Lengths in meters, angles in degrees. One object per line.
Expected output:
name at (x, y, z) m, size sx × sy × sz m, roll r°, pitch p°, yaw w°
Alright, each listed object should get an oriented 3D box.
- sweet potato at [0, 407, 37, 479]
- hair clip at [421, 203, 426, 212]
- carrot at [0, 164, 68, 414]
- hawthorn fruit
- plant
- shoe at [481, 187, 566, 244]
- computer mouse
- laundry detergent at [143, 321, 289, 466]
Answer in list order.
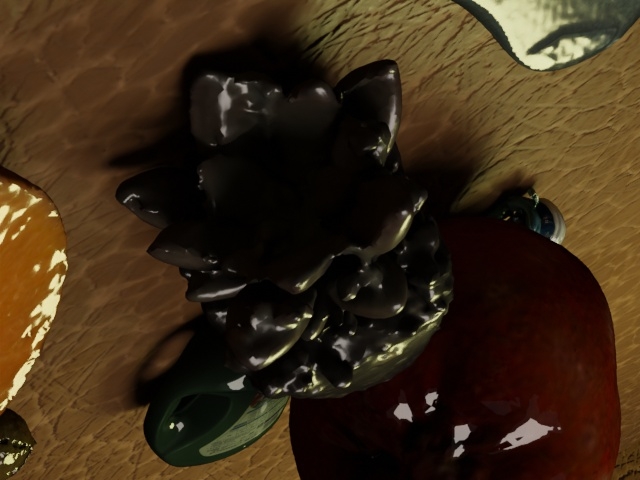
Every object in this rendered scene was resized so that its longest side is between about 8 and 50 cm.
sweet potato at (-0.310, 0.158, 1.218) m, size 0.233 × 0.062 × 0.081 m, roll -2°, pitch 136°, yaw -48°
hair clip at (0.045, -0.021, 1.356) m, size 0.054 × 0.022 × 0.137 m, roll -35°, pitch 167°, yaw 16°
carrot at (-0.248, 0.059, 0.888) m, size 0.258 × 0.100 × 0.307 m, roll -60°, pitch 155°, yaw 11°
hawthorn fruit at (0.117, 0.113, 1.381) m, size 0.311 × 0.295 × 0.295 m, roll -60°, pitch 177°, yaw -32°
plant at (0.000, 0.000, 1.118) m, size 0.194 × 0.181 × 0.321 m, roll -31°, pitch 165°, yaw 1°
shoe at (0.151, 0.008, 1.530) m, size 0.143 × 0.064 × 0.071 m, roll -34°, pitch 151°, yaw 14°
computer mouse at (0.106, -0.202, 0.921) m, size 0.167 × 0.090 × 0.379 m, roll -43°, pitch 152°, yaw 16°
laundry detergent at (-0.077, 0.113, 1.420) m, size 0.144 × 0.078 × 0.222 m, roll -23°, pitch 160°, yaw -22°
